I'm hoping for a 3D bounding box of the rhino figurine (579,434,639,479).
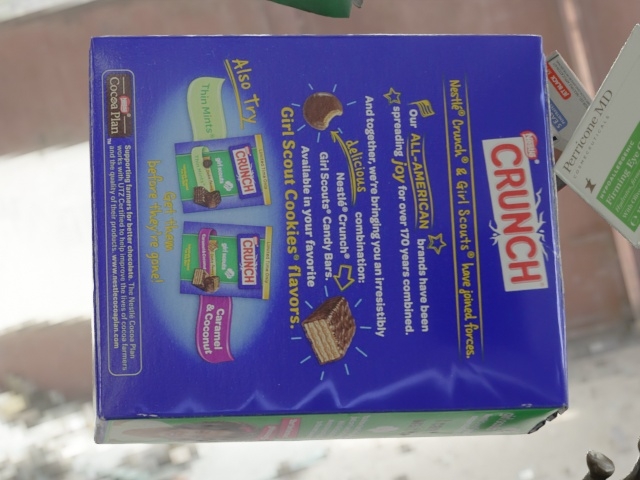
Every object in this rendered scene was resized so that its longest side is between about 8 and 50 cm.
[{"bbox_3d":[0.203,0.215,1.432,0.073,0.106,0.243,41,25,28],"label":"rhino figurine"}]

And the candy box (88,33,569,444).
[{"bbox_3d":[0.000,0.000,1.324,0.317,0.268,0.122,-1,-13,-7],"label":"candy box"}]

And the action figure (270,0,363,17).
[{"bbox_3d":[-0.087,-0.157,0.829,0.232,0.137,0.063,10,46,-5],"label":"action figure"}]

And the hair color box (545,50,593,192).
[{"bbox_3d":[0.147,-0.065,1.514,0.167,0.093,0.053,-37,-1,9],"label":"hair color box"}]

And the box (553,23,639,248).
[{"bbox_3d":[0.208,-0.050,1.061,0.102,0.101,0.087,12,24,-38],"label":"box"}]
